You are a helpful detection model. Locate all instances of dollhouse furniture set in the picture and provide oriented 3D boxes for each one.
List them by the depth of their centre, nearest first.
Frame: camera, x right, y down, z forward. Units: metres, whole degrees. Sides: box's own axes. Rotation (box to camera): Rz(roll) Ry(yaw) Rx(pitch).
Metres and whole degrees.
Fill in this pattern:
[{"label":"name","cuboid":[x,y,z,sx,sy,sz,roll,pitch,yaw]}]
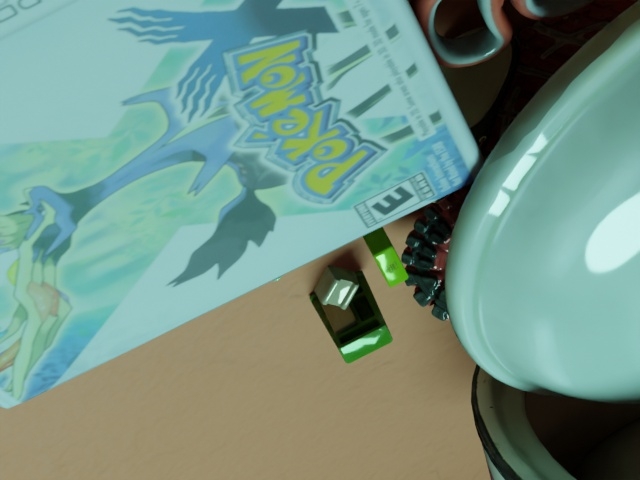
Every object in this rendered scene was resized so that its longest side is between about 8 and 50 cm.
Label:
[{"label":"dollhouse furniture set","cuboid":[0.000,0.000,1.103,0.076,0.058,0.151,-28,130,0]}]

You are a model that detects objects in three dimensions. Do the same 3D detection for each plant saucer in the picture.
[{"label":"plant saucer","cuboid":[0.269,-0.014,1.056,0.401,0.100,0.400,-19,145,-14]}]

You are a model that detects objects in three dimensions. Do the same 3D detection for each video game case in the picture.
[{"label":"video game case","cuboid":[-0.094,-0.050,0.876,0.300,0.036,0.329,-26,150,5]}]

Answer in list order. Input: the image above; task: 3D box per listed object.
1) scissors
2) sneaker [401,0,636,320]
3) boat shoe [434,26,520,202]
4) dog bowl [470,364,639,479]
[{"label":"scissors","cuboid":[0.078,-0.152,0.841,0.109,0.021,0.297,-20,161,5]},{"label":"sneaker","cuboid":[0.129,-0.055,1.118,0.093,0.088,0.225,-27,155,-56]},{"label":"boat shoe","cuboid":[0.076,-0.071,1.061,0.042,0.049,0.133,-10,143,-44]},{"label":"dog bowl","cuboid":[0.300,0.173,1.234,0.408,0.408,0.150,-16,122,-30]}]
